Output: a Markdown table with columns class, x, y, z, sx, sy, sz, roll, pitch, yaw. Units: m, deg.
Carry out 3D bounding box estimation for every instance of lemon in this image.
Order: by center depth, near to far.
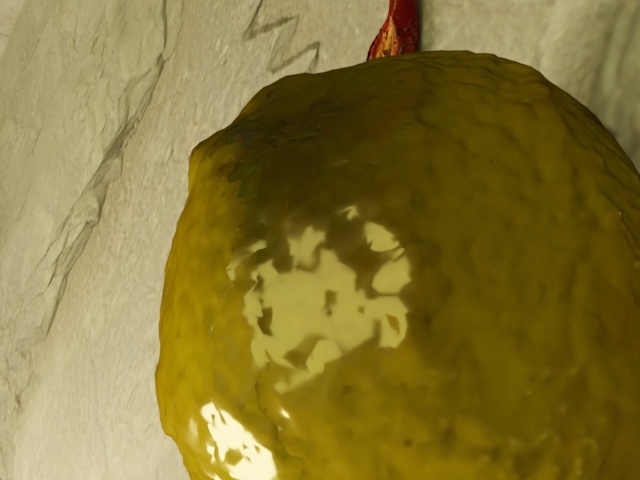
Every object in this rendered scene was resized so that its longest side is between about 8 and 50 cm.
| class | x | y | z | sx | sy | sz | roll | pitch | yaw |
| --- | --- | --- | --- | --- | --- | --- | --- | --- | --- |
| lemon | 0.048 | 0.034 | 0.471 | 0.268 | 0.268 | 0.322 | -47 | 34 | 36 |

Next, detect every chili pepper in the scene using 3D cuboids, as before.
| class | x | y | z | sx | sy | sz | roll | pitch | yaw |
| --- | --- | --- | --- | --- | --- | --- | --- | --- | --- |
| chili pepper | 0.063 | -0.170 | 0.772 | 0.045 | 0.027 | 0.178 | -16 | 63 | 50 |
